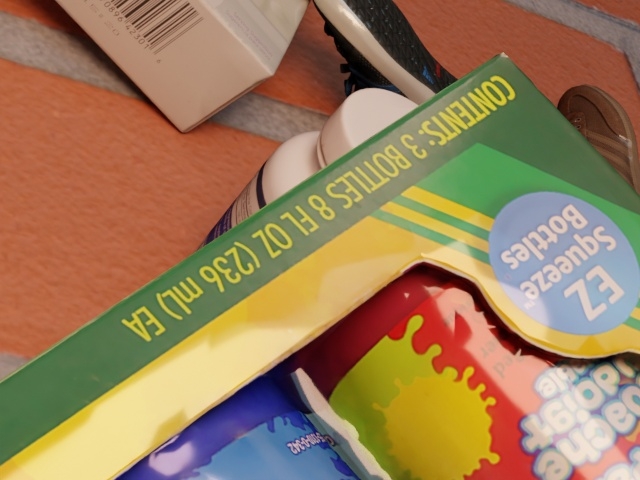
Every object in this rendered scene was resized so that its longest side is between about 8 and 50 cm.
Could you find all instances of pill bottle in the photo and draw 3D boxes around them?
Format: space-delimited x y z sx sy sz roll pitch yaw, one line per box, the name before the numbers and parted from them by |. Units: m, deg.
pill bottle | 0.000 0.000 0.901 0.112 0.186 0.112 23 42 -22

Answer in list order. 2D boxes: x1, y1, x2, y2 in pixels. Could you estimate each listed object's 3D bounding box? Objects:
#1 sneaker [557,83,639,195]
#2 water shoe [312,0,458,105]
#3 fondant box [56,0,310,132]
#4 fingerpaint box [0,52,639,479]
sneaker | 0.223 -0.063 1.246 0.071 0.066 0.188 13 46 -30
water shoe | 0.045 -0.114 1.107 0.203 0.080 0.073 45 33 -25
fondant box | -0.102 -0.268 1.102 0.238 0.096 0.330 47 34 -20
fingerpaint box | 0.018 0.194 0.547 0.445 0.163 0.371 -34 75 -27
